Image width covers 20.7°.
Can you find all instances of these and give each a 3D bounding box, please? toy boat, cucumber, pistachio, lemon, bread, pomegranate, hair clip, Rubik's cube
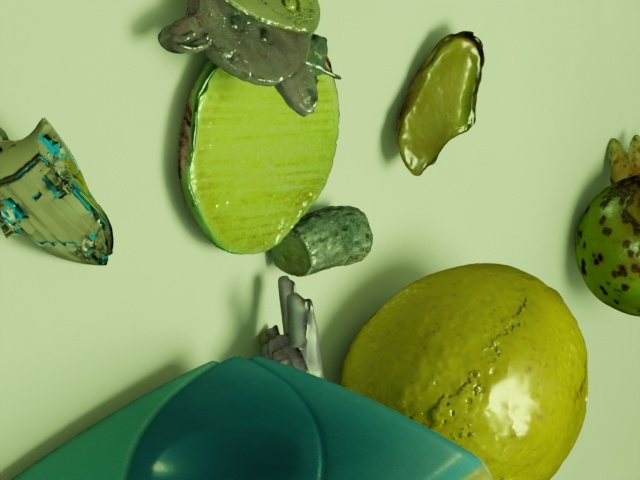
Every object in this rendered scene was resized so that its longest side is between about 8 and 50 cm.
[{"bbox_3d":[-0.216,-0.024,1.431,0.084,0.066,0.210,-33,150,1],"label":"toy boat"},{"bbox_3d":[0.001,0.000,1.749,0.112,0.064,0.064,-15,116,-52],"label":"cucumber"},{"bbox_3d":[0.125,-0.144,1.880,0.089,0.049,0.173,37,74,-31],"label":"pistachio"},{"bbox_3d":[0.159,0.154,1.868,0.310,0.258,0.258,-46,138,-32],"label":"lemon"},{"bbox_3d":[-0.059,-0.097,1.648,0.228,0.033,0.228,-25,122,-50],"label":"bread"},{"bbox_3d":[0.433,-0.015,2.264,0.198,0.198,0.246,68,30,-43],"label":"pomegranate"},{"bbox_3d":[-0.051,-0.193,1.559,0.187,0.056,0.146,31,57,-39],"label":"hair clip"},{"bbox_3d":[-0.061,0.341,1.517,0.352,0.352,0.347,-30,124,-40],"label":"Rubik's cube"},{"bbox_3d":[-0.014,0.177,1.731,0.090,0.137,0.278,-20,112,-2],"label":"hair clip"}]
